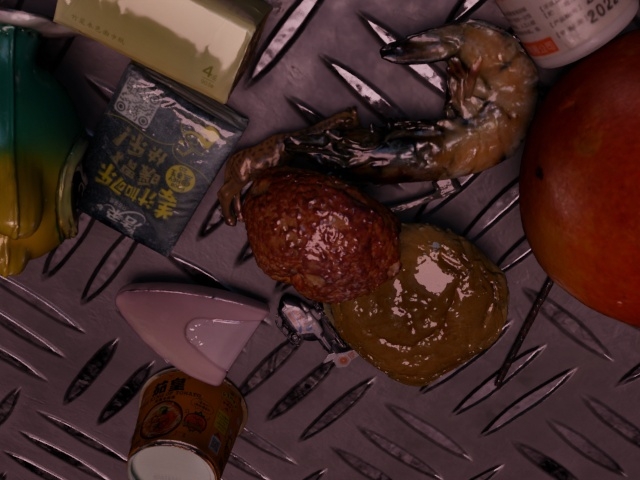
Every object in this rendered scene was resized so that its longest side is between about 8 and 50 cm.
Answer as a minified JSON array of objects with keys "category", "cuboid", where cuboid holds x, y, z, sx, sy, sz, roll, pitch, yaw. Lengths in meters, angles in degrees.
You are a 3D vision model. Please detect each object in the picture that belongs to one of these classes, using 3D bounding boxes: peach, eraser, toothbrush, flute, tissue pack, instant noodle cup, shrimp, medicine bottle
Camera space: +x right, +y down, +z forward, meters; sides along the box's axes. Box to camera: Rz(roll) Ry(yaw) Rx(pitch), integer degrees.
[{"category":"peach","cuboid":[0.429,-0.070,0.779,0.389,0.388,0.388,2,119,4]},{"category":"eraser","cuboid":[-0.237,0.135,1.128,0.243,0.059,0.204,28,118,-14]},{"category":"toothbrush","cuboid":[0.078,-0.040,1.020,0.298,0.030,0.030,-22,106,16]},{"category":"flute","cuboid":[0.355,0.154,1.112,0.014,0.014,0.269,14,119,-3]},{"category":"tissue pack","cuboid":[-0.252,-0.120,0.975,0.185,0.081,0.257,31,117,-11]},{"category":"instant noodle cup","cuboid":[-0.254,0.369,1.194,0.216,0.172,0.215,2,120,3]},{"category":"shrimp","cuboid":[0.129,-0.185,0.887,0.365,0.071,0.233,-5,121,-7]},{"category":"tissue pack","cuboid":[-0.194,-0.294,0.829,0.234,0.159,0.125,25,118,-9]},{"category":"medicine bottle","cuboid":[0.260,-0.345,0.772,0.145,0.144,0.252,-32,110,20]}]

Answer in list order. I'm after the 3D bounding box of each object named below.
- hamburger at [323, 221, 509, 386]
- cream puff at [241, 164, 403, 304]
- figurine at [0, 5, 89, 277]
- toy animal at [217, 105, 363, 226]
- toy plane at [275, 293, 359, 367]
[{"category":"hamburger","cuboid":[0.149,0.102,1.034,0.266,0.134,0.285,37,113,-17]},{"category":"cream puff","cuboid":[0.000,0.000,0.898,0.240,0.240,0.163,15,75,-3]},{"category":"figurine","cuboid":[-0.430,-0.130,0.868,0.232,0.324,0.339,-1,101,-33]},{"category":"toy animal","cuboid":[-0.056,-0.114,0.980,0.149,0.054,0.275,31,116,-15]},{"category":"toy plane","cuboid":[-0.014,0.155,1.125,0.078,0.053,0.197,-35,107,12]}]
